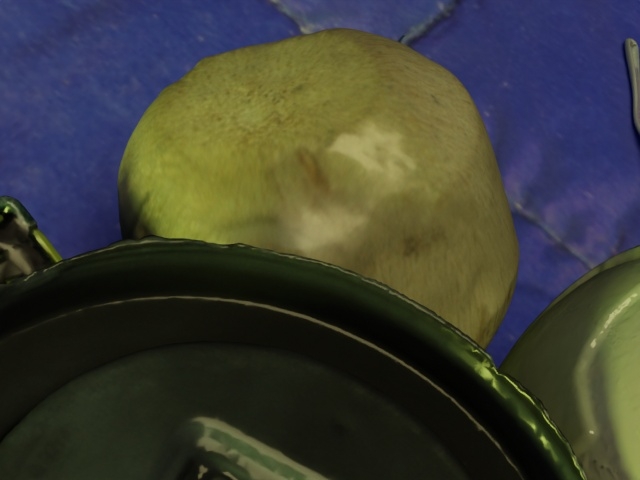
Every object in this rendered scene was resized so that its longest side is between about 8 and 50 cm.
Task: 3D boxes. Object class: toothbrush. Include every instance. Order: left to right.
[{"bbox_3d":[0.224,-0.087,1.051,0.011,0.013,0.131,14,58,-27],"label":"toothbrush"}]

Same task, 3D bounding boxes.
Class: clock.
[{"bbox_3d":[-0.031,0.147,0.576,0.325,0.067,0.325,11,52,-14],"label":"clock"}]

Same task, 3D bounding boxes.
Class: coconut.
[{"bbox_3d":[0.000,0.000,0.810,0.224,0.224,0.224,10,61,-18],"label":"coconut"}]

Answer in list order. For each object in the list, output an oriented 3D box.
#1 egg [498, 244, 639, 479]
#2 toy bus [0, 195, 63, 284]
[{"bbox_3d":[0.212,0.129,0.747,0.278,0.336,0.278,7,62,-13],"label":"egg"},{"bbox_3d":[-0.126,0.126,0.708,0.128,0.150,0.262,-35,82,-35],"label":"toy bus"}]
